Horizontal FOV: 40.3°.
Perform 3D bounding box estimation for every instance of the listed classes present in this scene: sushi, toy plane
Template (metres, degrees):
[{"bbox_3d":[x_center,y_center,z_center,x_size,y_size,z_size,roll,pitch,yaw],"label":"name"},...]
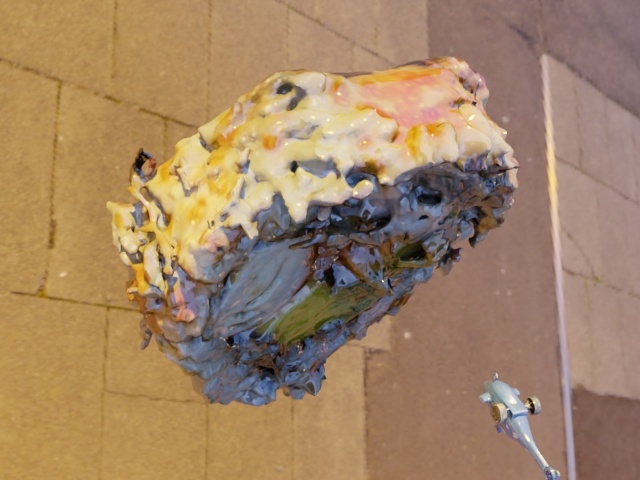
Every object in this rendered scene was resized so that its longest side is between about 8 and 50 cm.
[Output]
[{"bbox_3d":[-0.002,0.003,0.842,0.417,0.417,0.176,-1,49,-48],"label":"sushi"},{"bbox_3d":[0.224,0.215,0.969,0.054,0.167,0.062,-9,127,-18],"label":"toy plane"}]
